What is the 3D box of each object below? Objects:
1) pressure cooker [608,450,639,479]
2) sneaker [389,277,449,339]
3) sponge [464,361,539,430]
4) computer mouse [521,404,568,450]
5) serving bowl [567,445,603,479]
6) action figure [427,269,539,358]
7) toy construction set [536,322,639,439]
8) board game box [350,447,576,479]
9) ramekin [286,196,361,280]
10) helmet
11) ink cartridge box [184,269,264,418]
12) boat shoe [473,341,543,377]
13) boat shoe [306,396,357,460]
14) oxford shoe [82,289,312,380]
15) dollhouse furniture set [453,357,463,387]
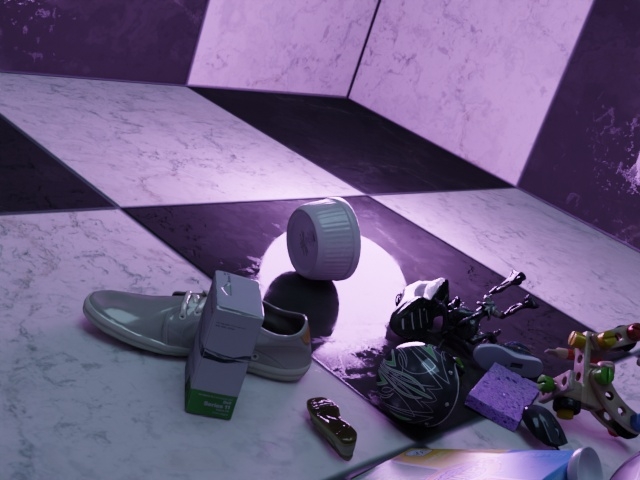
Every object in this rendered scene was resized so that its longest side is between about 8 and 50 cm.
[{"bbox_3d":[0.546,0.465,1.225,0.369,0.376,0.420,23,21,20],"label":"pressure cooker"},{"bbox_3d":[0.220,0.163,2.131,0.107,0.100,0.271,1,15,27],"label":"sneaker"},{"bbox_3d":[0.392,0.331,1.916,0.117,0.031,0.210,27,22,19],"label":"sponge"},{"bbox_3d":[0.480,0.405,1.754,0.071,0.041,0.242,12,28,-42],"label":"computer mouse"},{"bbox_3d":[0.375,0.338,1.283,0.027,0.083,0.083,-12,-3,39],"label":"serving bowl"},{"bbox_3d":[0.376,0.184,2.126,0.275,0.141,0.164,-27,68,-11],"label":"action figure"},{"bbox_3d":[0.567,0.281,1.951,0.237,0.258,0.309,11,0,-9],"label":"toy construction set"},{"bbox_3d":[0.204,0.378,1.343,0.316,0.064,0.242,-10,0,39],"label":"board game box"},{"bbox_3d":[0.000,0.000,2.181,0.109,0.207,0.207,-5,30,-29],"label":"ramekin"},{"bbox_3d":[0.189,0.272,1.706,0.169,0.170,0.161,28,6,23],"label":"helmet"},{"bbox_3d":[-0.170,0.178,1.559,0.086,0.209,0.153,14,21,-13],"label":"ink cartridge box"},{"bbox_3d":[0.420,0.266,2.071,0.183,0.065,0.083,18,17,-21],"label":"boat shoe"},{"bbox_3d":[0.017,0.330,1.589,0.056,0.048,0.153,-8,25,-28],"label":"boat shoe"},{"bbox_3d":[-0.221,0.149,1.709,0.449,0.130,0.169,14,23,-9],"label":"oxford shoe"},{"bbox_3d":[0.224,0.286,1.896,0.151,0.059,0.076,-7,35,-13],"label":"dollhouse furniture set"}]
